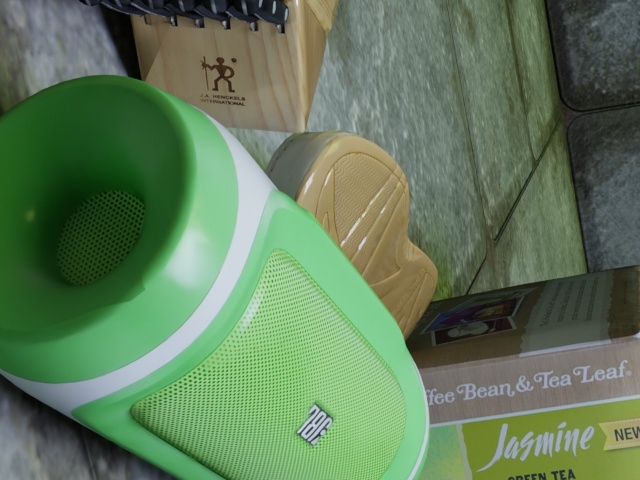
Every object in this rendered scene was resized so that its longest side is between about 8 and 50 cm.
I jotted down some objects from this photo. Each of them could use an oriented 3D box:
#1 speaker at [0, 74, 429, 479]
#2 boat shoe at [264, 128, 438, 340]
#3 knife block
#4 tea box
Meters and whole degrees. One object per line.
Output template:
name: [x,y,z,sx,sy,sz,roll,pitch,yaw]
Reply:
speaker: [-0.040,0.049,0.533,0.296,0.131,0.131,51,37,-57]
boat shoe: [0.000,0.000,0.731,0.098,0.096,0.277,-55,158,-11]
knife block: [-0.043,-0.187,0.576,0.242,0.088,0.276,89,10,-45]
tea box: [0.181,0.210,0.932,0.329,0.219,0.324,-27,104,-74]
